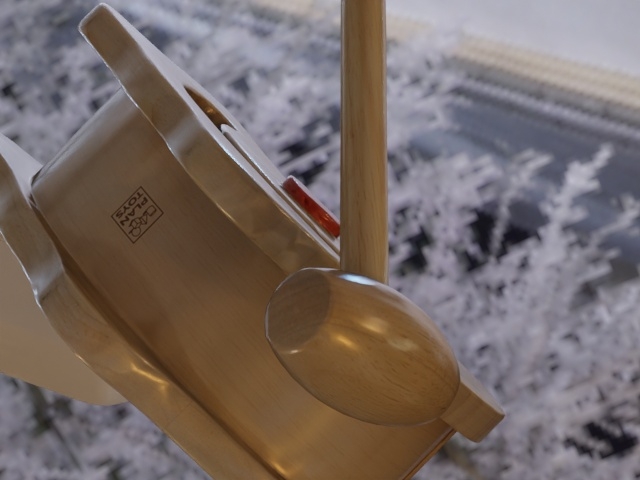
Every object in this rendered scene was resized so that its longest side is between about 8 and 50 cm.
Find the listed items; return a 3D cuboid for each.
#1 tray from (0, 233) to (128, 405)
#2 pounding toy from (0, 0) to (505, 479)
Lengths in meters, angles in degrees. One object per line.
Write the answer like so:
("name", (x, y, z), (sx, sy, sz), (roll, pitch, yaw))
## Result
("tray", (-0.158, 0.029, 1.002), (0.145, 0.270, 0.030), (-19, -120, 35))
("pounding toy", (0.000, 0.000, 0.645), (0.155, 0.154, 0.269), (-45, -145, 3))
